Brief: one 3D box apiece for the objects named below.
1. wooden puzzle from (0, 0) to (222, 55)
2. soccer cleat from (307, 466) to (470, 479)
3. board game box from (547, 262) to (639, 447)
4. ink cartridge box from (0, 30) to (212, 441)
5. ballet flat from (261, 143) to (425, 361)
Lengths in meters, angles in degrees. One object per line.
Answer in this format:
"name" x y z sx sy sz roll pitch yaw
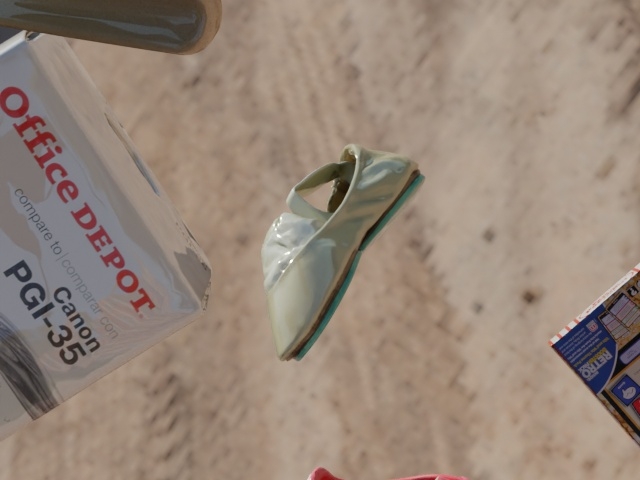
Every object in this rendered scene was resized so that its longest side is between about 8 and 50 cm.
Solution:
"wooden puzzle" -0.170 -0.171 0.811 0.221 0.239 0.044 14 66 45
"soccer cleat" 0.136 0.239 1.566 0.318 0.116 0.109 1 31 15
"board game box" 0.335 0.124 1.905 0.147 0.193 0.045 -40 0 2
"ink cartridge box" -0.238 0.023 1.248 0.283 0.207 0.117 -32 9 4
"ballet flat" 0.000 0.000 1.493 0.086 0.086 0.248 -38 9 37
